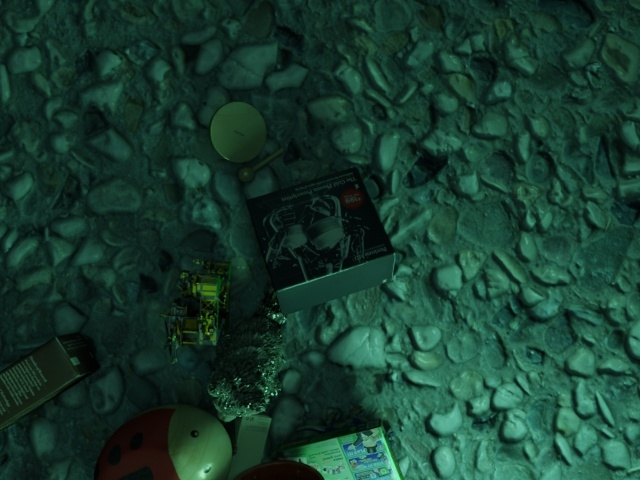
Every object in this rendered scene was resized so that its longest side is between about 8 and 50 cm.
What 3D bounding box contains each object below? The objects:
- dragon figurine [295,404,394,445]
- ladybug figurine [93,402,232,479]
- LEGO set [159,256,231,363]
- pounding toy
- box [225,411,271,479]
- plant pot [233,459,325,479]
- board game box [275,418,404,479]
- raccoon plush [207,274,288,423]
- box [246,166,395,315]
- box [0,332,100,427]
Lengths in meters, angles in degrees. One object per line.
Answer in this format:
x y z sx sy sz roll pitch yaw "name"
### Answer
0.078 0.581 1.787 0.289 0.085 0.143 -14 85 -6 "dragon figurine"
-0.451 0.617 1.634 0.450 0.162 0.305 -29 81 19 "ladybug figurine"
-0.368 0.174 1.707 0.192 0.331 0.254 3 105 -1 "LEGO set"
-0.255 -0.313 1.863 0.183 0.110 0.236 -45 118 -17 "pounding toy"
-0.233 0.626 1.744 0.094 0.113 0.274 17 81 -26 "box"
-0.108 0.788 1.623 0.273 0.272 0.264 -6 105 -4 "plant pot"
0.057 0.646 1.725 0.318 0.046 0.213 -18 104 13 "board game box"
-0.202 0.284 1.694 0.216 0.299 0.445 7 84 -2 "raccoon plush"
0.000 0.000 1.738 0.344 0.179 0.312 -18 62 -6 "box"
-0.843 0.420 1.702 0.382 0.191 0.143 -31 87 -6 "box"
